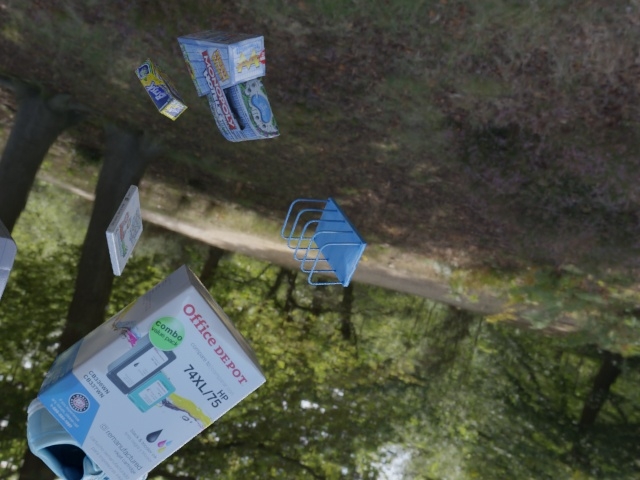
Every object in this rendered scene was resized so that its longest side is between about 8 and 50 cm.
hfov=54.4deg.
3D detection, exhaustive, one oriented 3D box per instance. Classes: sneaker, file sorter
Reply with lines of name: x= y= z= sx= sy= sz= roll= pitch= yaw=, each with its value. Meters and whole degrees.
sneaker: x=-0.525 y=0.499 z=1.400 sx=0.366 sy=0.135 sz=0.150 roll=52 pitch=-167 yaw=-38
file sorter: x=0.000 y=0.000 z=1.338 sx=0.105 sy=0.118 sz=0.170 roll=2 pitch=-143 yaw=-31

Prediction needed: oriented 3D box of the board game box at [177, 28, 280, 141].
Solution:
board game box: x=-0.137 y=-0.247 z=0.975 sx=0.060 sy=0.194 sz=0.194 roll=-26 pitch=-163 yaw=-24

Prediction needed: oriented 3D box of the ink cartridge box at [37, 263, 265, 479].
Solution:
ink cartridge box: x=-0.262 y=0.205 z=1.002 sx=0.198 sy=0.270 sz=0.197 roll=55 pitch=172 yaw=-14

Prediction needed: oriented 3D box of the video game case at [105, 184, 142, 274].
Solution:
video game case: x=-0.437 y=-0.022 z=1.396 sx=0.019 sy=0.143 sz=0.157 roll=14 pitch=141 yaw=1

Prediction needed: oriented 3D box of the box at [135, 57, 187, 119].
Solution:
box: x=-0.412 y=-0.392 z=1.610 sx=0.169 sy=0.054 sz=0.059 roll=55 pitch=-166 yaw=27

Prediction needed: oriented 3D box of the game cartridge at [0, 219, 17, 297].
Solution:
game cartridge: x=-0.709 y=0.096 z=1.262 sx=0.198 sy=0.297 sz=0.062 roll=34 pitch=-170 yaw=38
